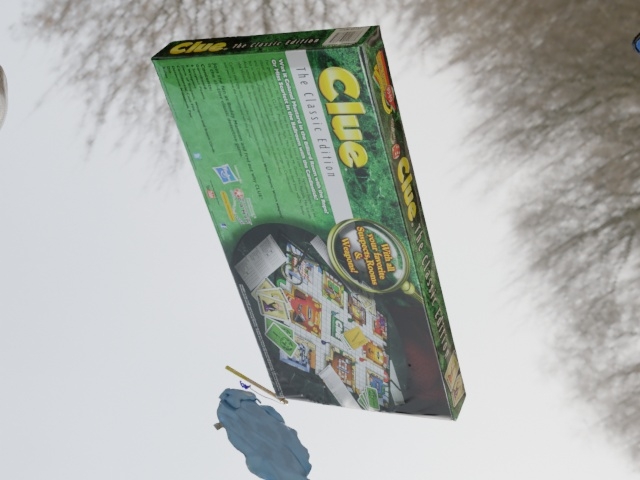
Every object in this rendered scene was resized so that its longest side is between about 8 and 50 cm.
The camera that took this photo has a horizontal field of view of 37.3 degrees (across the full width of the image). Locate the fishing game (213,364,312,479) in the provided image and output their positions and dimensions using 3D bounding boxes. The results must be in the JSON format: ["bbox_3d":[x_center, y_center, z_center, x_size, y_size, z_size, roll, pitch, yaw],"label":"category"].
[{"bbox_3d":[-0.089,0.300,1.415,0.189,0.041,0.264,33,-160,-34],"label":"fishing game"}]

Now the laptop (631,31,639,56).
[{"bbox_3d":[0.630,-0.177,0.982,0.236,0.382,0.408,34,-166,-53],"label":"laptop"}]

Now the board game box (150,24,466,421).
[{"bbox_3d":[0.000,0.000,0.570,0.030,0.136,0.259,-51,-44,-43],"label":"board game box"}]

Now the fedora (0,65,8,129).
[{"bbox_3d":[-0.446,-0.122,0.921,0.124,0.275,0.244,54,-169,12],"label":"fedora"}]
